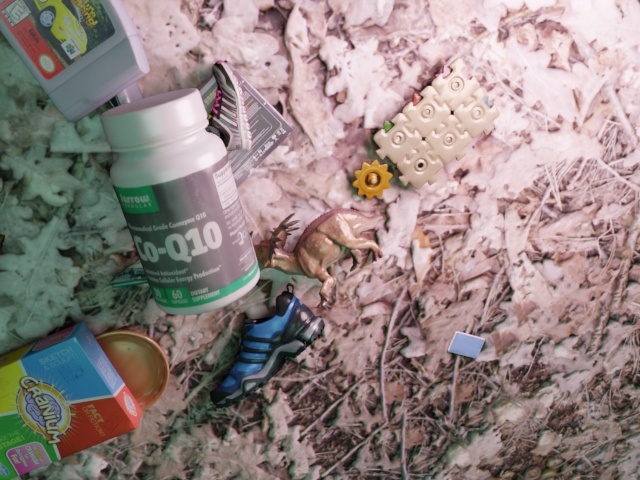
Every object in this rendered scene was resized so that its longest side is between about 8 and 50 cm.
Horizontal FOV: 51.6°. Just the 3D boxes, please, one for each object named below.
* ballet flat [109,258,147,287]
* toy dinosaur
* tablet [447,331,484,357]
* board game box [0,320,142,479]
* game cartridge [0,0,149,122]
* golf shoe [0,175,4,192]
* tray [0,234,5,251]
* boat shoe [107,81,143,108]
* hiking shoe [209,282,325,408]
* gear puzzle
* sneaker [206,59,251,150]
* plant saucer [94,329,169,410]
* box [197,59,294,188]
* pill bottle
[{"bbox_3d":[-0.329,0.057,1.337,0.188,0.070,0.070,-4,109,-14],"label":"ballet flat"},{"bbox_3d":[0.000,0.000,1.364,0.295,0.127,0.200,-38,97,-9],"label":"toy dinosaur"},{"bbox_3d":[0.349,0.250,1.588,0.083,0.006,0.054,16,103,-19],"label":"tablet"},{"bbox_3d":[-0.559,0.327,1.331,0.316,0.064,0.242,-23,112,6],"label":"board game box"},{"bbox_3d":[-0.430,-0.371,1.108,0.196,0.060,0.294,-31,105,10],"label":"game cartridge"},{"bbox_3d":[-0.669,-0.095,1.184,0.185,0.086,0.068,-1,107,-15],"label":"golf shoe"},{"bbox_3d":[-0.818,0.036,1.198,0.410,0.076,0.203,17,103,-19],"label":"tray"},{"bbox_3d":[-0.388,-0.292,1.195,0.076,0.080,0.229,-17,115,11],"label":"boat shoe"},{"bbox_3d":[-0.134,0.234,1.429,0.304,0.113,0.132,-41,84,6],"label":"hiking shoe"},{"bbox_3d":[0.206,-0.207,1.387,0.339,0.044,0.175,-43,114,6],"label":"gear puzzle"},{"bbox_3d":[-0.178,-0.238,1.206,0.074,0.063,0.171,-18,115,-13],"label":"sneaker"},{"bbox_3d":[-0.419,0.275,1.392,0.199,0.037,0.200,-4,108,-12],"label":"plant saucer"},{"bbox_3d":[-0.195,-0.199,1.280,0.231,0.056,0.183,-46,111,4],"label":"box"},{"bbox_3d":[-0.246,-0.069,1.172,0.204,0.204,0.361,-17,112,-8],"label":"pill bottle"}]
